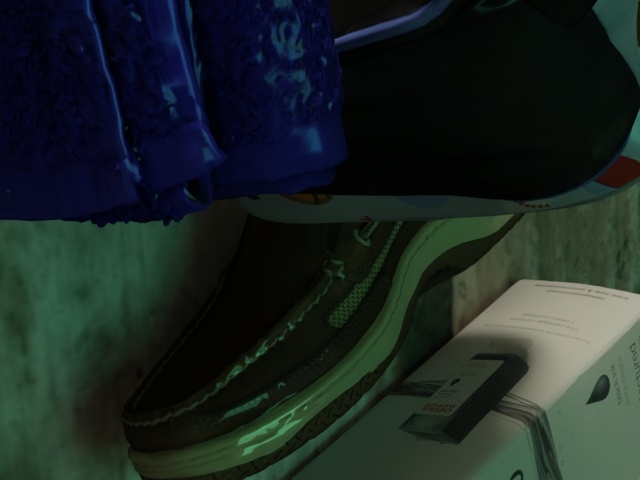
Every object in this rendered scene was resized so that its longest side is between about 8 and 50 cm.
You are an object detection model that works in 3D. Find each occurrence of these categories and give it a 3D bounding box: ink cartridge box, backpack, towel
[{"bbox_3d":[0.091,0.139,0.771,0.218,0.092,0.159,-35,120,-40],"label":"ink cartridge box"},{"bbox_3d":[0.014,-0.138,0.528,0.213,0.276,0.263,34,62,-52],"label":"backpack"},{"bbox_3d":[-0.117,-0.155,0.378,0.076,0.227,0.308,-31,118,-58],"label":"towel"}]

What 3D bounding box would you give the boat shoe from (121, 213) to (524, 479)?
[{"bbox_3d":[-0.006,0.001,0.651,0.257,0.095,0.095,-44,114,-46],"label":"boat shoe"}]
